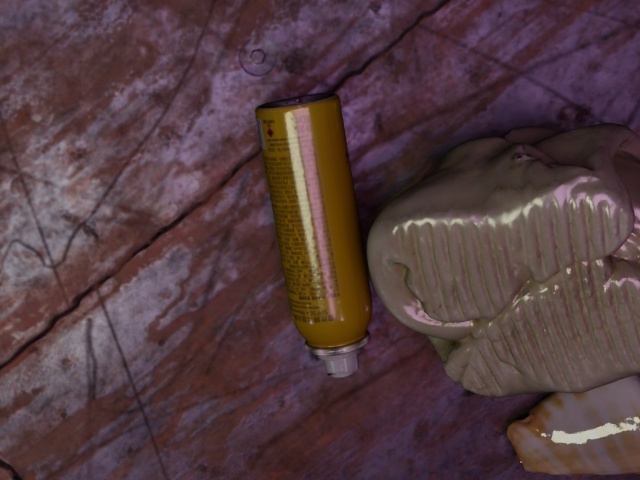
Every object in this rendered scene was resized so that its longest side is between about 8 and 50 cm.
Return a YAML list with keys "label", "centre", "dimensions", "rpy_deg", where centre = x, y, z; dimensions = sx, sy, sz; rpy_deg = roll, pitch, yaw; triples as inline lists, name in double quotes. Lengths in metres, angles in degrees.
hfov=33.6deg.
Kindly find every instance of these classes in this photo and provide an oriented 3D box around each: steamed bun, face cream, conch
- label: "steamed bun"
  centre: [0.266, 0.005, 1.262]
  dimensions: [0.367, 0.255, 0.342]
  rpy_deg: [-10, 125, 24]
- label: "face cream"
  centre: [0.000, 0.000, 1.300]
  dimensions: [0.105, 0.105, 0.349]
  rpy_deg: [-11, 104, -5]
- label: "conch"
  centre: [0.387, 0.253, 1.397]
  dimensions: [0.255, 0.127, 0.158]
  rpy_deg: [-24, 105, -1]
